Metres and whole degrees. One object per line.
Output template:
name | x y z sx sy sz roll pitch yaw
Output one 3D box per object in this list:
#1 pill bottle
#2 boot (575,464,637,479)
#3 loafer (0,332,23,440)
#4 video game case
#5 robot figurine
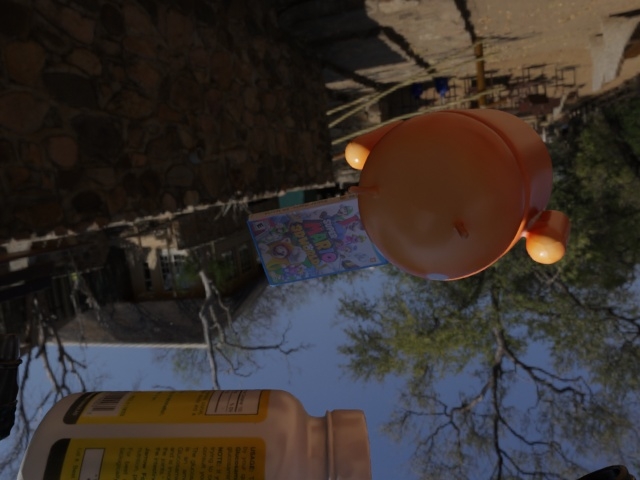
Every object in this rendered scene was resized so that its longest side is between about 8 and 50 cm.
pill bottle | -0.117 0.257 0.554 0.333 0.188 0.188 0 -172 -1
boot | 0.344 0.292 0.455 0.338 0.223 0.118 -42 162 8
loafer | -0.241 0.058 0.304 0.169 0.061 0.062 18 176 14
video game case | 0.000 0.000 0.675 0.166 0.119 0.015 -11 -141 4
robot figurine | 0.110 -0.043 0.421 0.128 0.158 0.219 -28 177 35
